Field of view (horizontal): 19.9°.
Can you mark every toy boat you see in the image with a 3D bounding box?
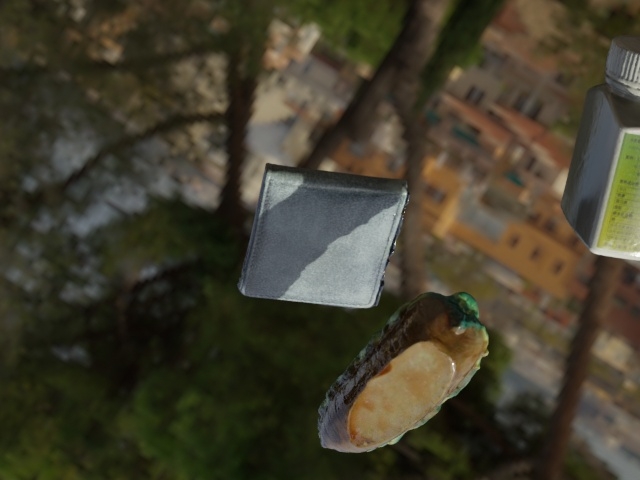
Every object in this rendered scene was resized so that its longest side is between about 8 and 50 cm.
[{"bbox_3d":[0.068,0.165,1.946,0.108,0.293,0.099,38,-141,-7],"label":"toy boat"}]

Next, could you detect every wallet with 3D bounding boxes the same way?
[{"bbox_3d":[0.000,-0.002,2.052,0.167,0.036,0.222,7,139,-6],"label":"wallet"}]

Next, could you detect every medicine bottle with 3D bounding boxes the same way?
[{"bbox_3d":[0.294,-0.090,1.705,0.088,0.188,0.132,7,-159,-9],"label":"medicine bottle"}]
